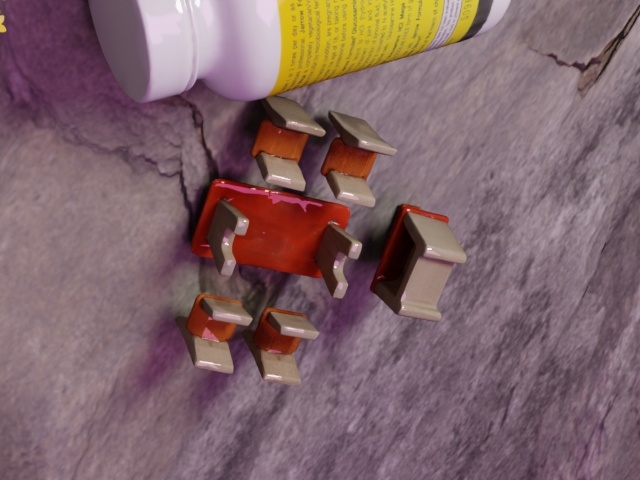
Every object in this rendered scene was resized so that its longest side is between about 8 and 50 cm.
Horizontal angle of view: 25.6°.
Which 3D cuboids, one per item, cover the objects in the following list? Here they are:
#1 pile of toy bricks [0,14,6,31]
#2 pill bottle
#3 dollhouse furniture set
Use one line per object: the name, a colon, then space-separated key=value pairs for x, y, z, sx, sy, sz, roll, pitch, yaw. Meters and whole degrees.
pile of toy bricks: x=-0.291 y=-0.153 z=1.113 sx=0.118 sy=0.105 sz=0.212 roll=27 pitch=102 yaw=-40
pill bottle: x=-0.018 y=-0.226 z=1.185 sx=0.334 sy=0.188 sz=0.188 roll=-19 pitch=126 yaw=-22
dollhouse furniture set: x=0.000 y=0.000 z=1.403 sx=0.259 sy=0.135 sz=0.262 roll=12 pitch=111 yaw=-25
